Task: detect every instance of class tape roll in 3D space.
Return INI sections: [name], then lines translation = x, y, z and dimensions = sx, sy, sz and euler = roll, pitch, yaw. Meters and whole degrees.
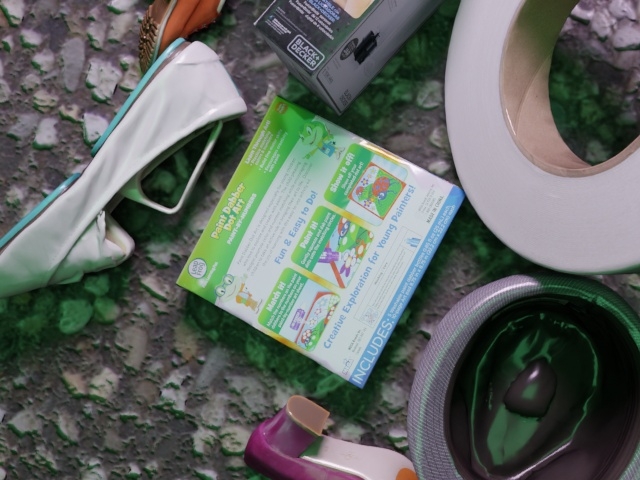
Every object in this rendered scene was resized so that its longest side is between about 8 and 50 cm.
[tape roll]
translation = 0.261, -0.158, 0.711
dimensions = 0.072, 0.392, 0.392
euler = 1, 86, -30

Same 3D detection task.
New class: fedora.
[fedora]
translation = 0.213, 0.169, 0.791
dimensions = 0.244, 0.124, 0.275
euler = 19, 81, 8

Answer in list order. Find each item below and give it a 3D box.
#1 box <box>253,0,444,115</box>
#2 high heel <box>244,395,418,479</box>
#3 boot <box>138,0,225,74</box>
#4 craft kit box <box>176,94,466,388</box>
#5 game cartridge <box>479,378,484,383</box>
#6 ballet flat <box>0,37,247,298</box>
[box]
translation = 0.074, -0.286, 0.838
dimensions = 0.087, 0.169, 0.290
euler = 44, 95, 11
[high heel]
translation = 0.029, 0.280, 0.869
dimensions = 0.244, 0.082, 0.117
euler = 34, 124, -4
[boot]
translation = -0.162, -0.260, 0.924
dimensions = 0.158, 0.085, 0.059
euler = -58, 43, 30
[craft kit box]
translation = 0.000, 0.000, 0.889
dimensions = 0.247, 0.061, 0.250
euler = 29, 91, 7
[game cartridge]
translation = 0.219, 0.171, 0.862
dimensions = 0.083, 0.017, 0.056
euler = -5, 89, 9
[ballet flat]
translation = -0.237, -0.051, 0.902
dimensions = 0.139, 0.139, 0.400
euler = 43, 93, 9
